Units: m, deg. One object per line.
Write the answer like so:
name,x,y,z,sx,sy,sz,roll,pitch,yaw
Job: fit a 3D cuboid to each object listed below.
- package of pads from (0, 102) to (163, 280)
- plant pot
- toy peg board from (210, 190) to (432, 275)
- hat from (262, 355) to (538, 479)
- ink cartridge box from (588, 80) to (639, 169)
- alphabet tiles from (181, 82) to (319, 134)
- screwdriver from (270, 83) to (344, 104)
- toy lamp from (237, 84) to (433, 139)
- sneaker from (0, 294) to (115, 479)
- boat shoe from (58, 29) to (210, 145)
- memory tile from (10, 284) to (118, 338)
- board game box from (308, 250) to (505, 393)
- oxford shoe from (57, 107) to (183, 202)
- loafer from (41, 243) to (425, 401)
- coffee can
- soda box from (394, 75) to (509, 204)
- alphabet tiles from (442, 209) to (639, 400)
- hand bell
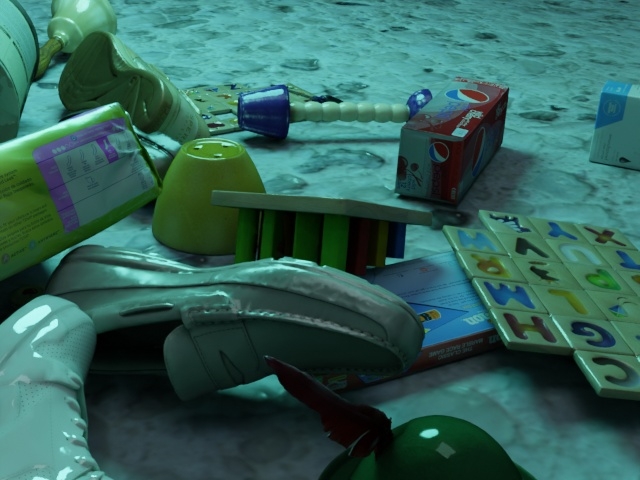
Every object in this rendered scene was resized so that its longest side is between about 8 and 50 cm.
package of pads,-0.304,-0.012,0.788,0.229,0.101,0.296,-16,13,36
plant pot,-0.117,-0.056,1.005,0.134,0.095,0.134,3,26,-1
toy peg board,0.000,0.000,0.911,0.161,0.079,0.160,6,0,36
hat,0.079,0.115,0.571,0.173,0.183,0.208,11,27,15
ink cartridge box,0.469,-0.149,1.261,0.180,0.104,0.060,13,27,20
alphabet tiles,-0.114,-0.213,1.432,0.237,0.009,0.198,-14,30,-32
screwdriver,-0.021,-0.211,1.366,0.025,0.024,0.170,-31,-22,37
toy lamp,0.021,-0.181,1.305,0.274,0.080,0.080,-1,26,-10
sneaker,-0.158,0.151,0.575,0.169,0.108,0.292,9,36,7
boat shoe,-0.264,-0.193,1.278,0.110,0.122,0.341,31,7,-41
memory tile,-0.206,0.064,0.841,0.148,0.012,0.113,-5,27,-17
board game box,0.082,0.067,0.855,0.281,0.027,0.145,-11,28,-27
oxford shoe,-0.260,-0.100,1.101,0.227,0.083,0.096,19,40,37
loafer,-0.080,0.076,0.719,0.319,0.112,0.111,3,54,22
coffee can,-0.466,-0.207,1.151,0.201,0.201,0.275,-2,26,-11
soda box,0.179,-0.137,1.213,0.083,0.092,0.263,12,28,19
alphabet tiles,0.277,0.053,0.879,0.285,0.011,0.342,8,25,-11
hand bell,-0.449,-0.326,1.555,0.126,0.126,0.242,8,39,10
